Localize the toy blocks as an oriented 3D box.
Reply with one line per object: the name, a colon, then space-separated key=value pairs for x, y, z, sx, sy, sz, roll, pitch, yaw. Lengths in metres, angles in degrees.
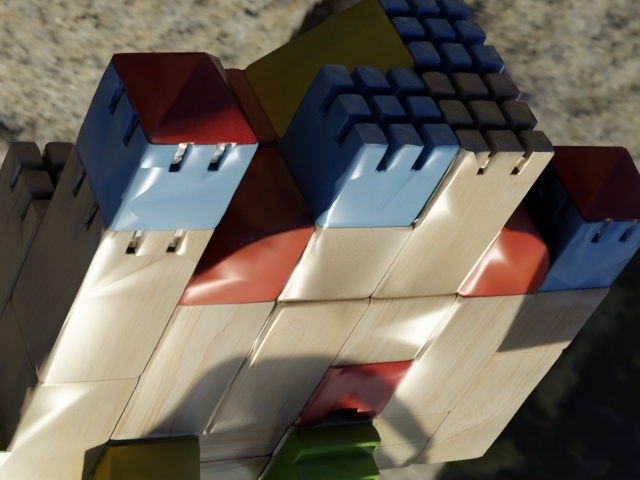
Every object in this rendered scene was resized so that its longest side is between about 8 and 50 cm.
toy blocks: x=0.000 y=0.000 z=0.770 sx=0.381 sy=0.191 sz=0.261 roll=-1 pitch=139 yaw=-32
